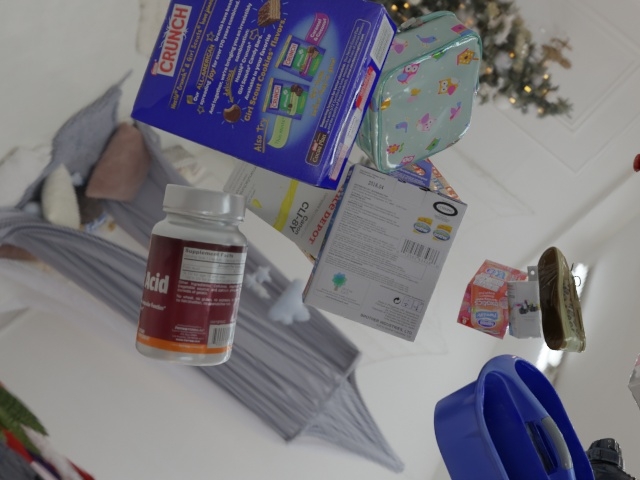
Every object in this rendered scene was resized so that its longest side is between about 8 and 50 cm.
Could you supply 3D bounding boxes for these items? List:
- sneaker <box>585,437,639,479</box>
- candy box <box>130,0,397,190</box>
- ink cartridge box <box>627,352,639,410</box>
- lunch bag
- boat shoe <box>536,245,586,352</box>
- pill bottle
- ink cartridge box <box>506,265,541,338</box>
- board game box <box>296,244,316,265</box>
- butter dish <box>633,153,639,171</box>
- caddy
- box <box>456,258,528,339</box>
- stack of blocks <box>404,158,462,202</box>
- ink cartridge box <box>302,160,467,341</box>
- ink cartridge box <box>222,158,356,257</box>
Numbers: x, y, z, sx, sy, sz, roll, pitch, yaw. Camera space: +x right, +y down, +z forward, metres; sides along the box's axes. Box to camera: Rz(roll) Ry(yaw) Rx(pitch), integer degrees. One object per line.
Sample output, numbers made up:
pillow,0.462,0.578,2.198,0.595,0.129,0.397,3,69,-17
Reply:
sneaker,0.714,0.542,1.545,0.226,0.086,0.163,-3,-147,39
candy box,-0.085,-0.250,0.992,0.268,0.317,0.122,-69,166,4
ink cartridge box,0.626,0.192,0.978,0.283,0.117,0.207,-30,170,30
lunch bag,0.160,-0.258,1.171,0.224,0.107,0.279,-24,146,-11
boat shoe,0.628,0.154,1.735,0.104,0.089,0.285,132,-35,-62
pill bottle,-0.293,0.075,1.549,0.224,0.224,0.391,-4,102,-85
ink cartridge box,0.517,0.155,1.697,0.104,0.062,0.181,45,43,-85
board game box,0.000,0.000,2.299,0.147,0.045,0.193,-46,131,-10
butter dish,0.630,-0.133,1.203,0.159,0.118,0.160,-62,149,-22
caddy,0.362,0.379,1.193,0.241,0.341,0.179,-9,160,-42
box,0.548,0.178,2.103,0.300,0.154,0.142,-30,137,-64
stack of blocks,0.301,-0.181,2.074,0.171,0.297,0.087,-16,156,-50
ink cartridge box,0.151,-0.005,1.503,0.151,0.270,0.395,-121,-128,-83
ink cartridge box,-0.051,-0.158,1.940,0.279,0.385,0.160,-59,157,10
